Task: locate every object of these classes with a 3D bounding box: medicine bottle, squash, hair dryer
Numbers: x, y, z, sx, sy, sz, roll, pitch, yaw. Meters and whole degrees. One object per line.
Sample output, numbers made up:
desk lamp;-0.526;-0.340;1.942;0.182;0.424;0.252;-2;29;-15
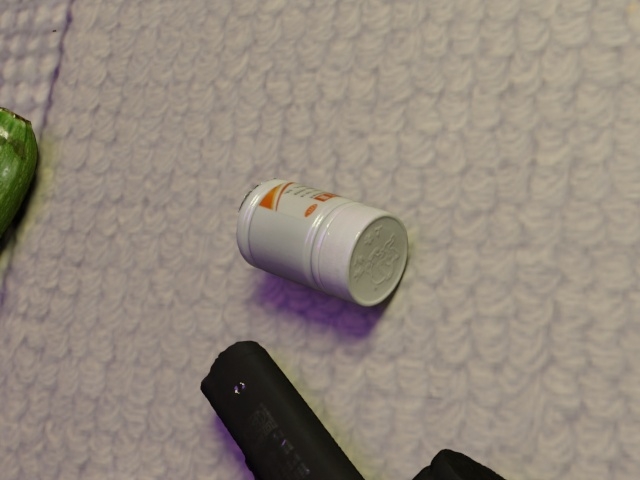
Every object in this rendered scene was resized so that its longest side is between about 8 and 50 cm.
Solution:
medicine bottle;0.000;0.000;0.714;0.089;0.057;0.057;19;84;39
squash;-0.279;0.000;0.907;0.077;0.068;0.219;41;98;22
hair dryer;-0.001;0.148;0.657;0.197;0.089;0.251;-50;43;13
